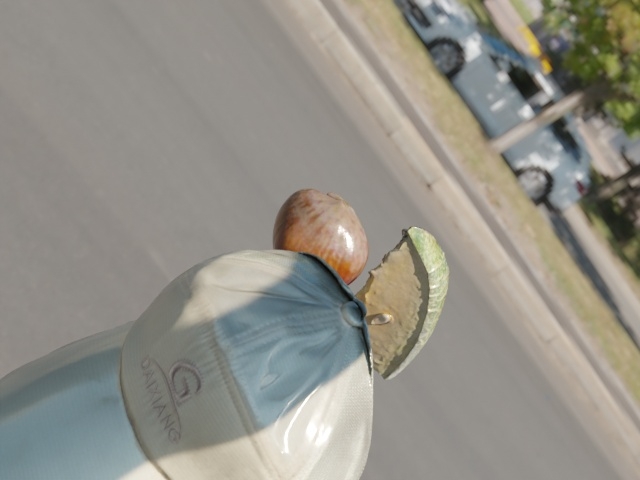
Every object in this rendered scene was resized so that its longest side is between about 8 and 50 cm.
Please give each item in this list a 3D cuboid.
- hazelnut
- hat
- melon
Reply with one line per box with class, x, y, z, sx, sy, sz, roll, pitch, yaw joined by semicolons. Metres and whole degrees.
hazelnut;0.000;0.000;1.011;0.086;0.086;0.086;51;14;-18
hat;-0.097;0.095;0.788;0.226;0.164;0.219;-6;55;-31
melon;0.078;0.058;1.194;0.098;0.182;0.054;29;46;-10
